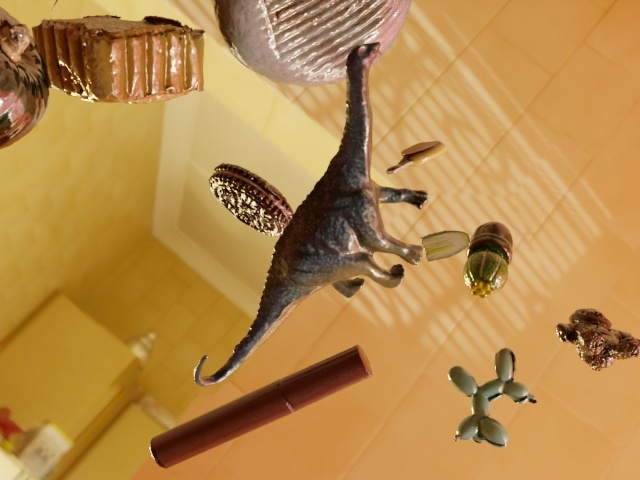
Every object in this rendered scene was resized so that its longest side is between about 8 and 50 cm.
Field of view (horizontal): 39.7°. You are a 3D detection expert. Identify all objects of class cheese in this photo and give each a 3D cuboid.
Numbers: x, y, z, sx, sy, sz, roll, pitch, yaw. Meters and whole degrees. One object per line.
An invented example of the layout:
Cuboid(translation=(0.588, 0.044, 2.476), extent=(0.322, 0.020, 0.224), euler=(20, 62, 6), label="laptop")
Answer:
Cuboid(translation=(0.203, -0.179, 1.954), extent=(0.086, 0.162, 0.036), euler=(1, -68, 47), label="cheese")

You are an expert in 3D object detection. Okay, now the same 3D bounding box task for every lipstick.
Cuboid(translation=(-0.092, 0.252, 1.335), extent=(0.057, 0.356, 0.057), euler=(62, 9, -18), label="lipstick")

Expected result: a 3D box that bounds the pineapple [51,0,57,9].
Cuboid(translation=(-0.287, -0.376, 0.960), extent=(0.165, 0.165, 0.364), euler=(37, -13, 12), label="pineapple")

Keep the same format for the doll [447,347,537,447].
Cuboid(translation=(0.286, 0.277, 1.521), extent=(0.159, 0.159, 0.059), euler=(63, 0, 14), label="doll")

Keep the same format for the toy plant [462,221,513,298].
Cuboid(translation=(0.326, 0.042, 1.734), extent=(0.092, 0.162, 0.093), euler=(13, -41, 12), label="toy plant")

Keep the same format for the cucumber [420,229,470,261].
Cuboid(translation=(0.283, 0.003, 1.992), extent=(0.107, 0.035, 0.067), euler=(-13, -66, 17), label="cucumber")

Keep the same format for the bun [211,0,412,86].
Cuboid(translation=(-0.018, -0.426, 1.420), extent=(0.211, 0.362, 0.362), euler=(57, -9, 42), label="bun")

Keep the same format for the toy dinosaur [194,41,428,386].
Cuboid(translation=(0.011, 0.001, 0.835), extent=(0.147, 0.363, 0.076), euler=(23, 16, -23), label="toy dinosaur")

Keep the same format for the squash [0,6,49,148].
Cuboid(translation=(-0.452, -0.217, 1.157), extent=(0.218, 0.172, 0.218), euler=(169, -90, -84), label="squash")

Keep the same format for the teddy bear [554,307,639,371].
Cuboid(translation=(0.405, 0.150, 1.297), extent=(0.119, 0.078, 0.160), euler=(9, 12, 3), label="teddy bear")

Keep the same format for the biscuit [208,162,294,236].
Cuboid(translation=(-0.136, -0.079, 1.751), extent=(0.194, 0.053, 0.194), euler=(30, -19, 11), label="biscuit")

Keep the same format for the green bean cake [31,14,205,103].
Cuboid(translation=(-0.324, -0.295, 1.442), extent=(0.224, 0.229, 0.131), euler=(19, -66, 42), label="green bean cake")
